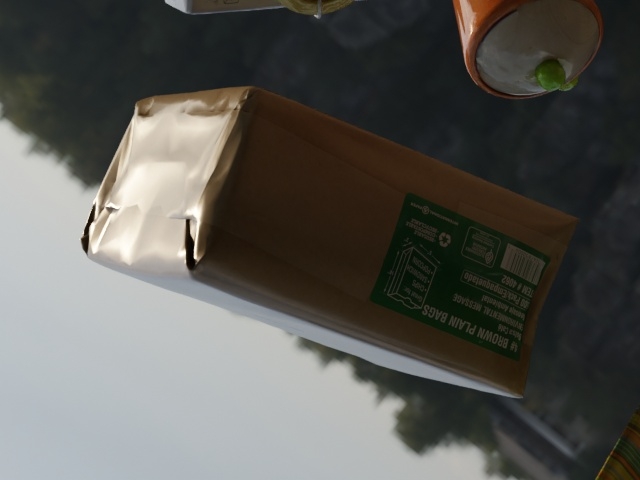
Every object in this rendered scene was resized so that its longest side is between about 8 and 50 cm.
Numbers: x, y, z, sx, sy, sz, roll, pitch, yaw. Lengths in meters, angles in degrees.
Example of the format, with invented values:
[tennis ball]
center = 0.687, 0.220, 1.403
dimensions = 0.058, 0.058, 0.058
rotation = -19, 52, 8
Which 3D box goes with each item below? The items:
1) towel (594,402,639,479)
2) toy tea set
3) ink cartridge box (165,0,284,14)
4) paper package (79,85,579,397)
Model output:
[towel]
center = 0.223, 0.234, 1.199
dimensions = 0.021, 0.237, 0.102
rotation = 17, 155, 49
[toy tea set]
center = 0.071, -0.187, 0.954
dimensions = 0.336, 0.200, 0.124
rotation = 4, -134, -23
[ink cartridge box]
center = 0.006, -0.320, 1.503
dimensions = 0.333, 0.165, 0.065
rotation = -9, -156, -29
[paper package]
center = 0.000, 0.000, 1.319
dimensions = 0.325, 0.168, 0.309
rotation = 22, 174, -23
